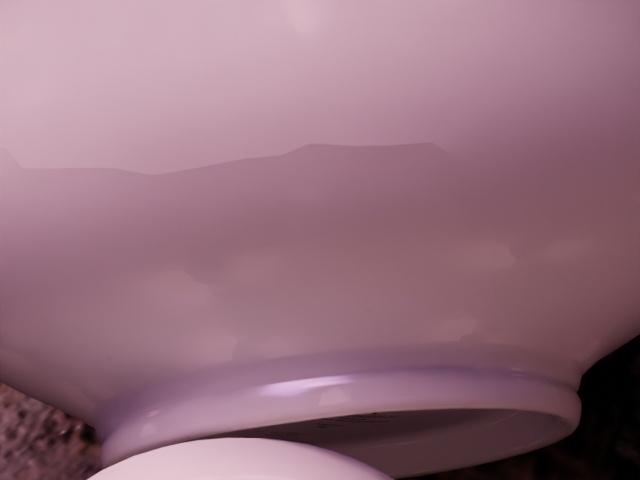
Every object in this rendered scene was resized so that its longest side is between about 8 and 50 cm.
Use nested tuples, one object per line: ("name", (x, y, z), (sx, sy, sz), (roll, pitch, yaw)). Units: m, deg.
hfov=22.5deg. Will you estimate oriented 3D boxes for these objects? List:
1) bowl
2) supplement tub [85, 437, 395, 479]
("bowl", (0.000, 0.000, 0.489), (0.298, 0.298, 0.134), (-13, 72, 21))
("supplement tub", (-0.018, 0.159, 0.372), (0.144, 0.144, 0.199), (-20, 37, 12))
